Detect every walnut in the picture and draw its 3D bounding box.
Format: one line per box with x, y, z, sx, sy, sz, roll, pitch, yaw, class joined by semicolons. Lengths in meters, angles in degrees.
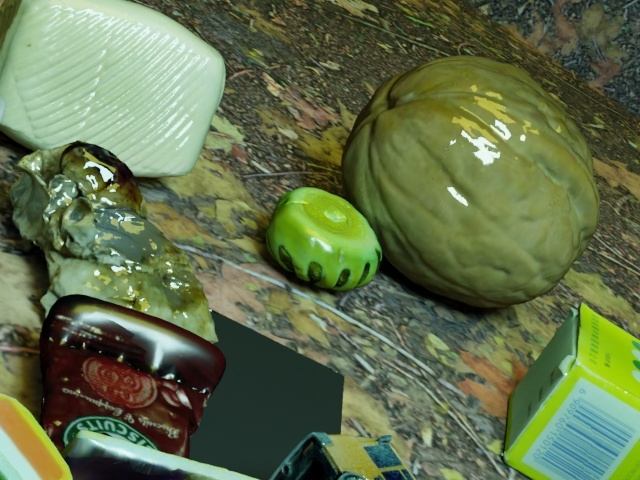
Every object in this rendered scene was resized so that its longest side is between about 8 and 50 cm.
0.179;-0.065;1.416;0.313;0.252;0.277;36;20;-22;walnut

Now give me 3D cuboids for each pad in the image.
-0.053;0.145;1.041;0.163;0.004;0.243;28;24;-10;pad

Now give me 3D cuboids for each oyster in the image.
-0.182;0.001;1.052;0.233;0.107;0.161;47;21;26;oyster

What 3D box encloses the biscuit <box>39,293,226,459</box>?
-0.147;0.134;0.876;0.151;0.063;0.235;25;28;-14;biscuit

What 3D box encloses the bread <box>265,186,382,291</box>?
0.000;0.000;1.297;0.130;0.071;0.139;18;28;-23;bread

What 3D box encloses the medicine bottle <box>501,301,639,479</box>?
0.318;0.199;1.221;0.250;0.141;0.137;32;20;-1;medicine bottle

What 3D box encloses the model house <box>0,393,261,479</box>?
-0.153;0.159;0.565;0.340;0.300;0.323;46;17;17;model house

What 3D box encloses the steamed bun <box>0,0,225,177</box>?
-0.226;-0.163;1.241;0.238;0.170;0.152;15;9;-32;steamed bun

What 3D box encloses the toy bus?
0.045;0.227;0.890;0.103;0.091;0.182;6;39;-48;toy bus

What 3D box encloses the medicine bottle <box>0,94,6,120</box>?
-0.412;-0.124;0.997;0.296;0.111;0.161;24;25;-15;medicine bottle
